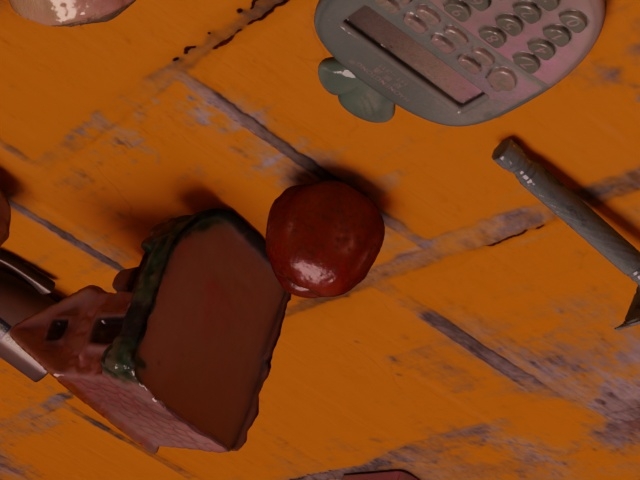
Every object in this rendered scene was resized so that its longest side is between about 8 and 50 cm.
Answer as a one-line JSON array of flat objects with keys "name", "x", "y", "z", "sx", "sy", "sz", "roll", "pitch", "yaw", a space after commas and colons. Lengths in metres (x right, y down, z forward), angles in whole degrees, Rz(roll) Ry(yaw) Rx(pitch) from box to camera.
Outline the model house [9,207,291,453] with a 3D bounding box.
[{"name": "model house", "x": -0.195, "y": 0.091, "z": 1.676, "sx": 0.237, "sy": 0.237, "sz": 0.202, "roll": -5, "pitch": 149, "yaw": 39}]

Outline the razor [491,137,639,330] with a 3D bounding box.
[{"name": "razor", "x": 0.241, "y": -0.010, "z": 1.371, "sx": 0.232, "sy": 0.068, "sz": 0.106, "roll": 38, "pitch": 149, "yaw": -18}]

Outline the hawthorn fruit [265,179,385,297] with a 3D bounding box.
[{"name": "hawthorn fruit", "x": 0.000, "y": 0.000, "z": 1.501, "sx": 0.128, "sy": 0.128, "sz": 0.128, "roll": 18, "pitch": 153, "yaw": 9}]

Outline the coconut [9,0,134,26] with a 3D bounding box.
[{"name": "coconut", "x": -0.190, "y": -0.237, "z": 1.182, "sx": 0.147, "sy": 0.147, "sz": 0.152, "roll": 7, "pitch": 140, "yaw": 27}]

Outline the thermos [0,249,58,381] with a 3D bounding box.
[{"name": "thermos", "x": -0.410, "y": 0.079, "z": 1.987, "sx": 0.193, "sy": 0.105, "sz": 0.137, "roll": 38, "pitch": 124, "yaw": -15}]

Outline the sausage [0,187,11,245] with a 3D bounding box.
[{"name": "sausage", "x": -0.498, "y": -0.019, "z": 1.848, "sx": 0.134, "sy": 0.116, "sz": 0.354, "roll": 28, "pitch": 158, "yaw": -32}]

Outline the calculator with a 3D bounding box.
[{"name": "calculator", "x": 0.099, "y": -0.167, "z": 1.207, "sx": 0.184, "sy": 0.042, "sz": 0.295, "roll": 34, "pitch": 148, "yaw": -21}]

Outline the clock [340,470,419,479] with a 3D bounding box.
[{"name": "clock", "x": 0.129, "y": 0.406, "z": 2.197, "sx": 0.197, "sy": 0.063, "sz": 0.150, "roll": 38, "pitch": 149, "yaw": -26}]
